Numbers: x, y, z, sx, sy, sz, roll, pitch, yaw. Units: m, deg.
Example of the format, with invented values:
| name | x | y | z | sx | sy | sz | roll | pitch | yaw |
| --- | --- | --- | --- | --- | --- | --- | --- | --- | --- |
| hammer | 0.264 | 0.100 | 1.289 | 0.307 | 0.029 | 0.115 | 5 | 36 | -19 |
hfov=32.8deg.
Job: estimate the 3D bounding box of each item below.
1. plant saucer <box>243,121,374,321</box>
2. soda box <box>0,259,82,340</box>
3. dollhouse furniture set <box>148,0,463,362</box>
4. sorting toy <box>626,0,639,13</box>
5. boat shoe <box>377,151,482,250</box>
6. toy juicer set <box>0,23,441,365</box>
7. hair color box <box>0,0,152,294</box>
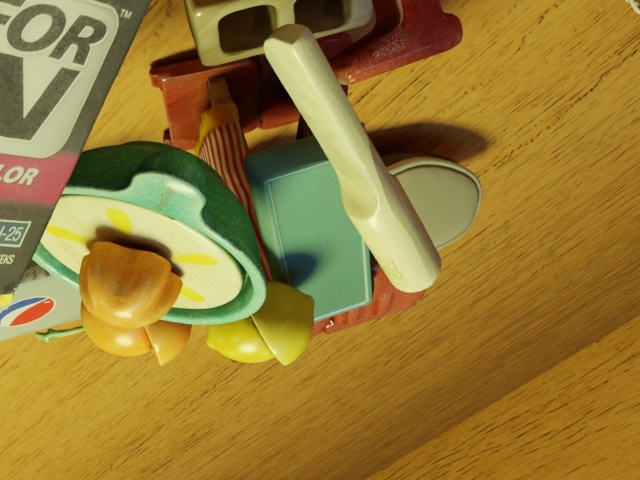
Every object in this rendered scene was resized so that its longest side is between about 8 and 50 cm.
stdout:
| name | x | y | z | sx | sy | sz | roll | pitch | yaw |
| --- | --- | --- | --- | --- | --- | --- | --- | --- | --- |
| plant saucer | 0.000 | 0.000 | 0.644 | 0.067 | 0.018 | 0.192 | -18 | 151 | -5 |
| soda box | -0.290 | 0.030 | 0.832 | 0.286 | 0.091 | 0.098 | -16 | 156 | -22 |
| dollhouse furniture set | -0.022 | -0.089 | 0.687 | 0.152 | 0.201 | 0.374 | -16 | 156 | -8 |
| sorting toy | 0.230 | -0.212 | 0.843 | 0.045 | 0.075 | 0.083 | -32 | 158 | 18 |
| boat shoe | 0.019 | -0.037 | 1.044 | 0.335 | 0.095 | 0.112 | -11 | 120 | -41 |
| toy juicer set | -0.065 | 0.021 | 0.573 | 0.329 | 0.089 | 0.209 | -14 | 140 | 43 |
| hair color box | -0.126 | -0.153 | 0.352 | 0.174 | 0.105 | 0.347 | 6 | 116 | -54 |
